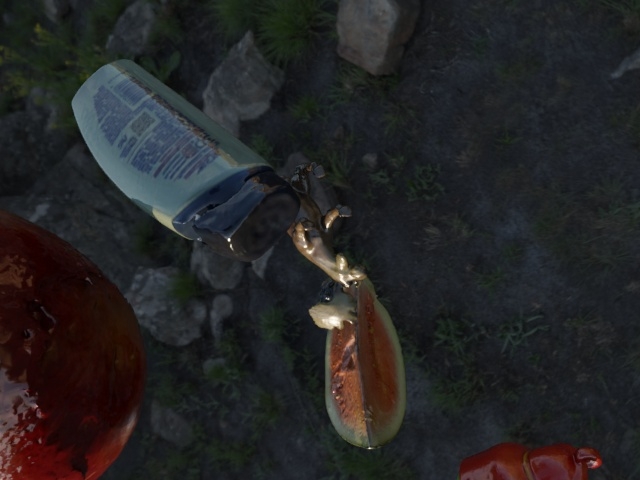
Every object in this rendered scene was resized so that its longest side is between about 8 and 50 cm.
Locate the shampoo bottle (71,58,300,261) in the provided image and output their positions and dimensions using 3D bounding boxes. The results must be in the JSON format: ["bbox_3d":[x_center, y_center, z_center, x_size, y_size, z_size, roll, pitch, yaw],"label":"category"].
[{"bbox_3d":[-0.180,-0.098,0.674,0.134,0.078,0.359,-45,56,-9],"label":"shampoo bottle"}]

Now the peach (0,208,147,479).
[{"bbox_3d":[-0.410,0.125,0.669,0.353,0.416,0.339,-38,34,13],"label":"peach"}]

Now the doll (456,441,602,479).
[{"bbox_3d":[0.332,0.447,1.002,0.363,0.182,0.160,-42,24,32],"label":"doll"}]

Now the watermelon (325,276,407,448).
[{"bbox_3d":[0.091,0.215,0.972,0.159,0.128,0.303,121,153,-53],"label":"watermelon"}]

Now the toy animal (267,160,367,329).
[{"bbox_3d":[0.000,0.000,0.750,0.214,0.093,0.186,59,161,21],"label":"toy animal"}]
